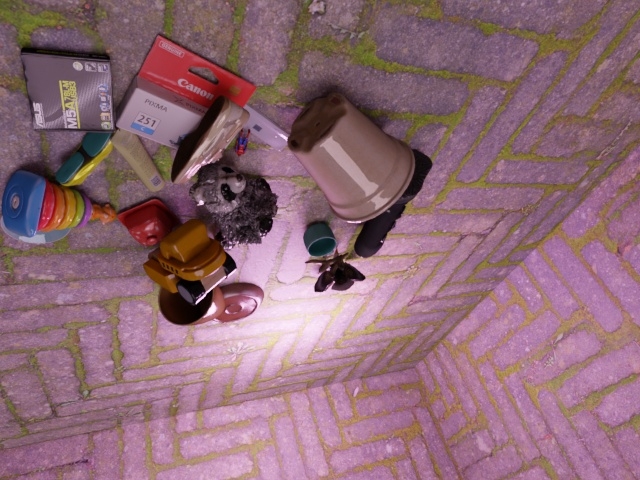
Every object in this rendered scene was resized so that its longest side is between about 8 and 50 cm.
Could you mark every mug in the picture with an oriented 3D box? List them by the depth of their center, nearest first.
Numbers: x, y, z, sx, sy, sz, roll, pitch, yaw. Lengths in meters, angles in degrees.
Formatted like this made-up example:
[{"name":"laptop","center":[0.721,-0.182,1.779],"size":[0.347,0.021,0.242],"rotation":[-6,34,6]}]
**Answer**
[{"name":"mug","center":[-0.008,-0.001,1.885],"size":[0.129,0.097,0.157],"rotation":[-13,145,-13]}]

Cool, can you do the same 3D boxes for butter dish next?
[{"name":"butter dish","center":[-0.572,-0.037,1.517],"size":[0.160,0.118,0.160],"rotation":[-22,146,3]}]

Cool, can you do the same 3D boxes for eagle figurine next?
[{"name":"eagle figurine","center":[0.078,0.146,2.040],"size":[0.225,0.226,0.298],"rotation":[-57,160,-20]}]

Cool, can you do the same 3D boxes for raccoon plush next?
[{"name":"raccoon plush","center":[-0.353,-0.080,1.518],"size":[0.299,0.216,0.446],"rotation":[20,129,-34]}]

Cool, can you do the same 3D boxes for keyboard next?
[{"name":"keyboard","center":[-0.188,-0.354,1.388],"size":[0.072,0.014,0.256],"rotation":[-33,144,25]}]

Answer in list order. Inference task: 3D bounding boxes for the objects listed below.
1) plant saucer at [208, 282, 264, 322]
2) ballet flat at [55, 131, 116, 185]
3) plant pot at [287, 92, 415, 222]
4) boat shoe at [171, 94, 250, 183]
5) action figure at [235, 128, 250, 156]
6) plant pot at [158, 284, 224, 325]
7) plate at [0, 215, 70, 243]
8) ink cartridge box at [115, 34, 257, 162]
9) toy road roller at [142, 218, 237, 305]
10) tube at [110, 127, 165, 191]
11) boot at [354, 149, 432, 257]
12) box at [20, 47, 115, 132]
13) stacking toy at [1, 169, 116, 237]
[{"name":"plant saucer","center":[-0.413,0.307,2.132],"size":[0.311,0.050,0.310],"rotation":[-14,144,-11]},{"name":"ballet flat","center":[-0.636,-0.236,1.254],"size":[0.231,0.077,0.077],"rotation":[-42,166,9]},{"name":"plant pot","center":[0.074,-0.276,1.405],"size":[0.334,0.334,0.305],"rotation":[-35,132,19]},{"name":"boat shoe","center":[-0.309,-0.257,1.241],"size":[0.098,0.109,0.302],"rotation":[21,125,-40]},{"name":"action figure","center":[-0.245,-0.304,1.409],"size":[0.038,0.030,0.115],"rotation":[2,144,-22]},{"name":"plant pot","center":[-0.501,0.249,1.881],"size":[0.237,0.237,0.254],"rotation":[-25,160,5]},{"name":"plate","center":[-0.884,-0.057,1.406],"size":[0.188,0.024,0.188],"rotation":[-14,146,-10]},{"name":"ink cartridge box","center":[-0.356,-0.363,1.223],"size":[0.296,0.066,0.261],"rotation":[16,133,-39]},{"name":"toy road roller","center":[-0.459,0.038,1.522],"size":[0.202,0.330,0.240],"rotation":[-42,136,-34]},{"name":"tube","center":[-0.529,-0.239,1.311],"size":[0.062,0.070,0.240],"rotation":[-28,150,-9]},{"name":"boot","center":[0.229,-0.098,1.727],"size":[0.367,0.146,0.445],"rotation":[-37,165,-45]},{"name":"box","center":[-0.606,-0.358,1.097],"size":[0.184,0.045,0.190],"rotation":[-5,129,-26]},{"name":"stacking toy","center":[-0.748,-0.095,1.341],"size":[0.302,0.166,0.175],"rotation":[7,97,-59]}]
